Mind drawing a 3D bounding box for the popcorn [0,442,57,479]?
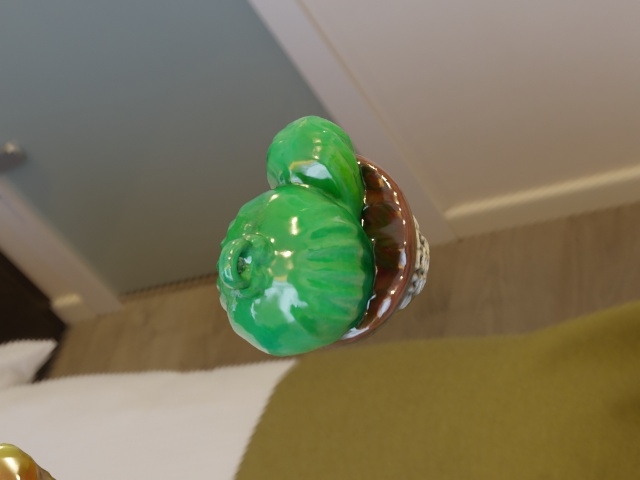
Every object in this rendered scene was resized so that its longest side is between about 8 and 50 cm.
[{"bbox_3d":[-0.202,0.296,0.728,0.326,0.290,0.321,-15,35,14],"label":"popcorn"}]

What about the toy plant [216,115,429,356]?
[{"bbox_3d":[0.000,0.000,0.729,0.105,0.200,0.142,7,86,26],"label":"toy plant"}]
